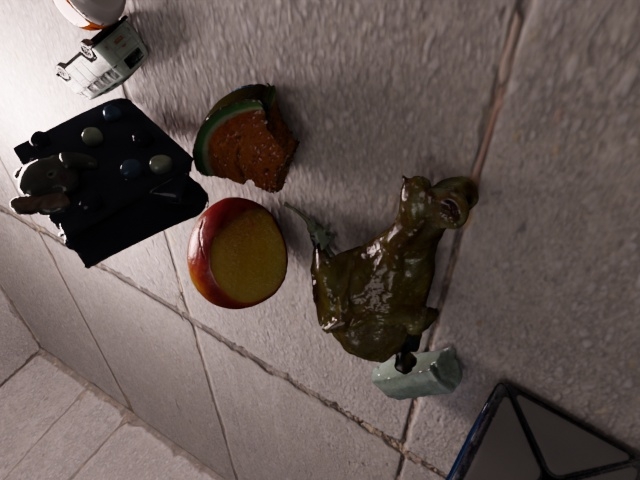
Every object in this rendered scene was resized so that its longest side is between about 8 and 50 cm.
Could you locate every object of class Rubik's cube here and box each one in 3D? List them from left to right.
[{"bbox_3d":[0.334,0.440,0.928,0.254,0.260,0.259,27,145,21],"label":"Rubik's cube"}]

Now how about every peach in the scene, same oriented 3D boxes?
[{"bbox_3d":[-0.143,0.024,1.002,0.190,0.190,0.192,41,145,1],"label":"peach"}]

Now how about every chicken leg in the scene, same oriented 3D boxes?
[{"bbox_3d":[0.087,0.038,0.847,0.211,0.140,0.361,12,129,6],"label":"chicken leg"}]

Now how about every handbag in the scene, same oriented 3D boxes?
[{"bbox_3d":[-0.374,-0.111,0.940,0.325,0.269,0.119,38,151,40],"label":"handbag"}]

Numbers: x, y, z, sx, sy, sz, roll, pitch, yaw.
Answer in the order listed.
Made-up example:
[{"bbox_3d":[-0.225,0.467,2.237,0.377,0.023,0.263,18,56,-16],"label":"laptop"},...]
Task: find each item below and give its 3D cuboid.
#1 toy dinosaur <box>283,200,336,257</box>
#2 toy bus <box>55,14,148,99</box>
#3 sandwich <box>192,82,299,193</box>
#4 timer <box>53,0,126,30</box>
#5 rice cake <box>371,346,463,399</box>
[{"bbox_3d":[0.004,-0.002,0.961,0.180,0.037,0.058,55,167,-7],"label":"toy dinosaur"},{"bbox_3d":[-0.370,-0.299,0.957,0.193,0.087,0.089,-7,132,46],"label":"toy bus"},{"bbox_3d":[-0.106,-0.162,0.866,0.159,0.079,0.235,29,148,0],"label":"sandwich"},{"bbox_3d":[-0.357,-0.378,0.843,0.136,0.099,0.136,15,117,33],"label":"timer"},{"bbox_3d":[0.176,0.249,1.040,0.069,0.063,0.206,47,145,-11],"label":"rice cake"}]
